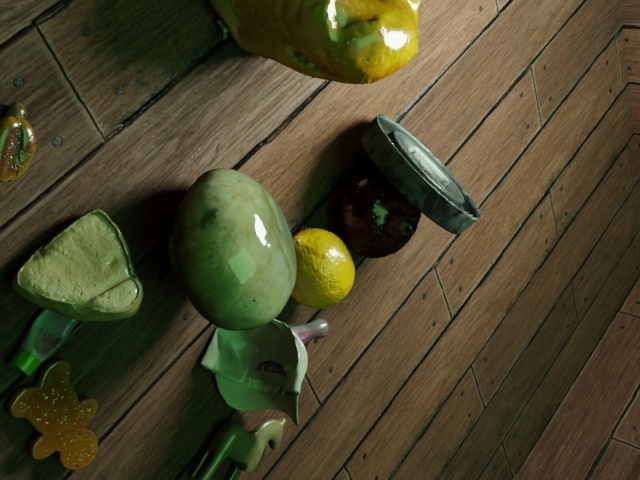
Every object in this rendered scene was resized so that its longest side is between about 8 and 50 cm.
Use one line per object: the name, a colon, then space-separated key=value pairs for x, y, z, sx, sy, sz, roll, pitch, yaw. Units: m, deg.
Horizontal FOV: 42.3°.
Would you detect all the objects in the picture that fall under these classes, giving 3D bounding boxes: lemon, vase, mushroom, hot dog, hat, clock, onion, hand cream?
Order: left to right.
hot dog: x=-0.550 y=-0.172 z=1.463 sx=0.089 sy=0.060 sz=0.140 roll=-6 pitch=114 yaw=-52
hand cream: x=-0.509 y=0.144 z=1.636 sx=0.275 sy=0.050 sz=0.079 roll=-57 pitch=163 yaw=-26
mushroom: x=-0.196 y=0.019 z=1.754 sx=0.352 sy=0.260 sz=0.352 roll=-16 pitch=90 yaw=-80
hat: x=-0.123 y=0.322 z=2.018 sx=0.168 sy=0.257 sz=0.301 roll=-60 pitch=152 yaw=-35
vase: x=-0.062 y=0.248 z=2.158 sx=0.214 sy=0.086 sz=0.086 roll=-10 pitch=111 yaw=-52
lemon: x=-0.010 y=0.071 z=2.071 sx=0.188 sy=0.188 sz=0.257 roll=-54 pitch=140 yaw=-21
onion: x=0.169 y=-0.067 z=2.203 sx=0.252 sy=0.219 sz=0.252 roll=-15 pitch=115 yaw=-35
clock: x=0.261 y=-0.172 z=2.171 sx=0.076 sy=0.386 sz=0.386 roll=-46 pitch=144 yaw=18

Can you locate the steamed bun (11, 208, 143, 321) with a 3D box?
steamed bun: x=-0.447 y=0.080 z=1.593 sx=0.231 sy=0.212 sz=0.110 roll=-43 pitch=174 yaw=-28

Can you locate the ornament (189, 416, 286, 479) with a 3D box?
ornament: x=-0.194 y=0.534 z=2.116 sx=0.245 sy=0.061 sz=0.230 roll=-57 pitch=139 yaw=-14

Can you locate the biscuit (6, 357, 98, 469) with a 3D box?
biscuit: x=-0.534 y=0.368 z=1.687 sx=0.165 sy=0.036 sz=0.250 roll=-43 pitch=128 yaw=-31

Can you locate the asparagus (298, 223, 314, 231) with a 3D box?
asparagus: x=0.000 y=0.000 z=2.177 sx=0.165 sy=0.030 sz=0.036 roll=36 pitch=51 yaw=-47

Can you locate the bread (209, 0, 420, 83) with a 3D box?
bread: x=0.012 y=-0.470 z=1.773 sx=0.361 sy=0.394 sz=0.250 roll=-33 pitch=142 yaw=-42
